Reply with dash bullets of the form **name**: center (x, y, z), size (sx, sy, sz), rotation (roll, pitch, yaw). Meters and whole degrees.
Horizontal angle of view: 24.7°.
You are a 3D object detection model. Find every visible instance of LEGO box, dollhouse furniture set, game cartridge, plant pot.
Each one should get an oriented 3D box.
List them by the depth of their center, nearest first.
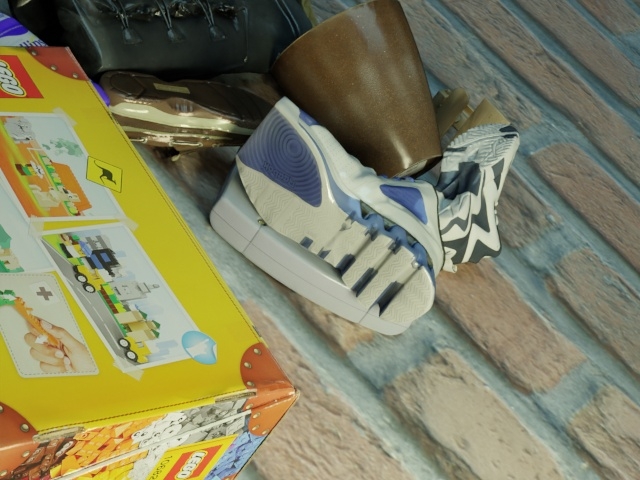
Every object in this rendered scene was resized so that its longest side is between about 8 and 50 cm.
- **LEGO box**: center (-0.317, 0.038, 1.424), size (0.372, 0.193, 0.500), rotation (-5, 51, -47)
- **game cartridge**: center (0.000, 0.000, 1.909), size (0.297, 0.062, 0.198), rotation (32, 37, -8)
- **plant pot**: center (0.075, -0.193, 2.109), size (0.215, 0.215, 0.230), rotation (-15, 74, -51)
- **dollhouse furniture set**: center (0.254, -0.202, 2.336), size (0.144, 0.123, 0.151), rotation (49, 34, 17)

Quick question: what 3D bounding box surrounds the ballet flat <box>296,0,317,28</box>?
- **ballet flat**: center (-0.045, -0.356, 2.314), size (0.073, 0.080, 0.232), rotation (46, 22, -44)

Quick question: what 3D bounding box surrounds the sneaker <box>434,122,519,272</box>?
- **sneaker**: center (0.221, -0.050, 2.093), size (0.094, 0.153, 0.235), rotation (9, 46, 24)

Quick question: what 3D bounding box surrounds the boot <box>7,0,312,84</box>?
- **boot**: center (-0.260, -0.361, 2.051), size (0.445, 0.146, 0.367), rotation (-16, 58, -46)

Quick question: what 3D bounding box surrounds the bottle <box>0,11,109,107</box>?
- **bottle**: center (-0.393, -0.218, 1.769), size (0.283, 0.092, 0.118), rotation (39, 33, 3)

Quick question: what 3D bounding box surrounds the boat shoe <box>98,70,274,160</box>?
- **boat shoe**: center (-0.175, -0.152, 1.892), size (0.257, 0.095, 0.095), rotation (10, 35, -24)

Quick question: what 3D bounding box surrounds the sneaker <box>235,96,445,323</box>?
- **sneaker**: center (0.045, -0.045, 1.864), size (0.315, 0.127, 0.182), rotation (47, 29, 2)
